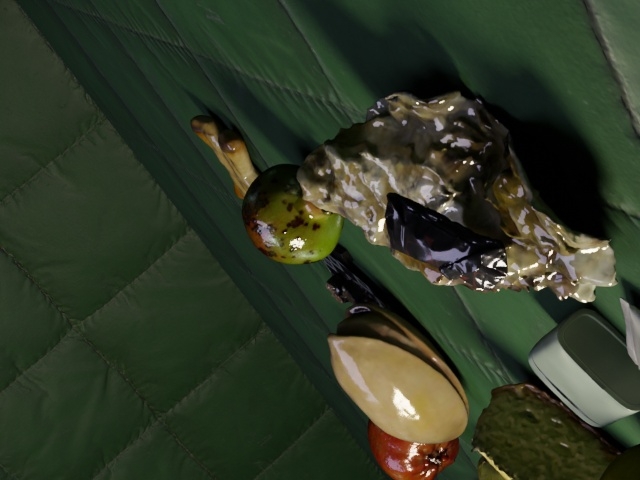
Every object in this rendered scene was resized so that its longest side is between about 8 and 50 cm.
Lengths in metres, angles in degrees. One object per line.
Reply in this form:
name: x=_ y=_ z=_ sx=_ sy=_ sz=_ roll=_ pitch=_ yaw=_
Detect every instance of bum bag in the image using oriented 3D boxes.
bum bag: x=0.104 y=0.002 z=0.837 sx=0.124 sy=0.034 sz=0.057 roll=31 pitch=135 yaw=31

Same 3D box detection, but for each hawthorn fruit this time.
hawthorn fruit: x=0.172 y=0.382 z=1.988 sx=0.202 sy=0.185 sz=0.185 roll=38 pitch=165 yaw=40

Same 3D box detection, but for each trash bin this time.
trash bin: x=0.282 y=0.135 z=1.034 sx=0.116 sy=0.059 sz=0.130 roll=45 pitch=167 yaw=11

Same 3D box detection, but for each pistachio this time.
pistachio: x=0.133 y=0.231 z=1.679 sx=0.293 sy=0.162 sz=0.182 roll=50 pitch=138 yaw=-10

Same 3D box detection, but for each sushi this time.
sushi: x=0.064 y=0.110 z=1.798 sx=0.210 sy=0.040 sz=0.192 roll=40 pitch=169 yaw=29

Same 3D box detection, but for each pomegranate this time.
pomegranate: x=-0.029 y=-0.037 z=1.429 sx=0.156 sy=0.156 sz=0.220 roll=51 pitch=164 yaw=-13

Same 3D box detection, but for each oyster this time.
oyster: x=0.122 y=-0.030 z=0.924 sx=0.351 sy=0.114 sz=0.238 roll=20 pitch=154 yaw=36

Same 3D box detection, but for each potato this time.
potato: x=0.336 y=0.435 z=1.783 sx=0.105 sy=0.085 sz=0.188 roll=48 pitch=165 yaw=-6

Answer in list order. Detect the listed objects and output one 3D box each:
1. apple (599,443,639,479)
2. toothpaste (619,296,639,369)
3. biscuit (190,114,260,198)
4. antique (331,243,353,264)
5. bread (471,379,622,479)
apple: x=0.367 y=0.301 z=1.020 sx=0.196 sy=0.157 sz=0.196 roll=38 pitch=161 yaw=15
toothpaste: x=0.365 y=0.162 z=0.811 sx=0.323 sy=0.066 sz=0.100 roll=45 pitch=167 yaw=45
biscuit: x=-0.145 y=-0.132 z=1.808 sx=0.164 sy=0.047 sz=0.208 roll=37 pitch=164 yaw=49
antique: x=0.000 y=0.000 z=1.778 sx=0.192 sy=0.015 sz=0.031 roll=33 pitch=161 yaw=55
bread: x=0.318 y=0.303 z=1.294 sx=0.260 sy=0.129 sz=0.134 roll=39 pitch=173 yaw=45
